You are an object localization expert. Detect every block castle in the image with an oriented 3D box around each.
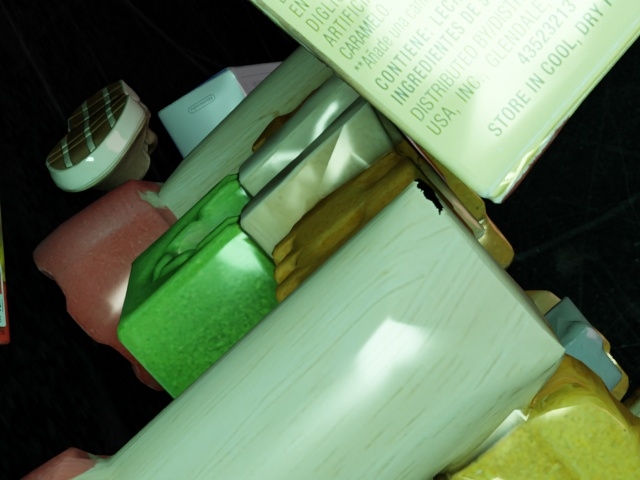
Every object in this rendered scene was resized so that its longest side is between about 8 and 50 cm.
[{"bbox_3d":[0.028,0.116,0.642,0.303,0.213,0.453,46,5,-11],"label":"block castle"}]

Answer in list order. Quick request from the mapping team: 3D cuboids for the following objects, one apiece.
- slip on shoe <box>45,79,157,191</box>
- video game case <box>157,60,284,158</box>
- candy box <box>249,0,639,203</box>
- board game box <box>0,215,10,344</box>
[{"bbox_3d":[-0.100,-0.042,0.915,0.041,0.051,0.135,55,2,-14],"label":"slip on shoe"},{"bbox_3d":[0.000,0.000,1.269,0.244,0.061,0.269,58,10,-2],"label":"video game case"},{"bbox_3d":[-0.048,-0.147,0.521,0.316,0.087,0.183,40,6,0],"label":"candy box"},{"bbox_3d":[-0.143,-0.065,0.546,0.147,0.045,0.194,14,70,-77],"label":"board game box"}]
